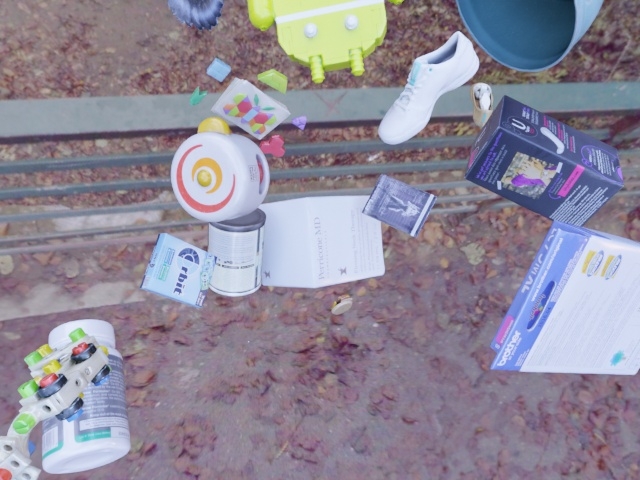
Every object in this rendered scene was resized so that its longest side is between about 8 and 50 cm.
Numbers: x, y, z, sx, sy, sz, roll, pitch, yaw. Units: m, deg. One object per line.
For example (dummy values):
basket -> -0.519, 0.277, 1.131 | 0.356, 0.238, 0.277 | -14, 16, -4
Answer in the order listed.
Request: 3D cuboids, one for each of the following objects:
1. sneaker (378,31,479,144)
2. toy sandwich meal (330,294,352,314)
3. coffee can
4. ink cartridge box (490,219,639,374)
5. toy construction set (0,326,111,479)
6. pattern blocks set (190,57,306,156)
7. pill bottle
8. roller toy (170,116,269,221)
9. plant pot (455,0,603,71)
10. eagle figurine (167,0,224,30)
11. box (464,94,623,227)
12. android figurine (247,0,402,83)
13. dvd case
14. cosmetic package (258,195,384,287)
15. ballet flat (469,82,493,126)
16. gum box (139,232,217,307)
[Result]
sneaker -> 0.170, -0.264, 0.788 | 0.212, 0.094, 0.080 | -46, 57, 11
toy sandwich meal -> 0.069, 0.214, 1.528 | 0.085, 0.085, 0.029 | -22, 59, -13
coffee can -> -0.304, 0.031, 1.645 | 0.201, 0.201, 0.275 | 4, 117, -8
ink cartridge box -> 0.347, 0.082, 0.595 | 0.311, 0.065, 0.186 | 9, 110, -30
toy construction set -> -0.533, 0.303, 0.901 | 0.215, 0.328, 0.151 | -23, 121, 11
pattern blocks set -> -0.193, -0.360, 1.282 | 0.324, 0.285, 0.026 | 15, 51, -29
pill bottle -> -0.641, 0.414, 1.253 | 0.204, 0.204, 0.361 | -13, 59, -11
roller toy -> -0.220, -0.141, 1.010 | 0.191, 0.146, 0.209 | 42, 110, 7
plant pot -> 0.446, -0.523, 0.918 | 0.196, 0.293, 0.293 | -40, 86, -7
eagle figurine -> -0.264, -0.636, 0.982 | 0.226, 0.298, 0.225 | -14, 43, 20
box -> 0.472, -0.166, 0.989 | 0.270, 0.143, 0.165 | 27, 45, 3
android figurine -> 0.009, -0.381, 0.697 | 0.248, 0.056, 0.273 | -6, 95, 8
dvd case -> 0.283, -0.128, 1.660 | 0.221, 0.018, 0.165 | 26, 87, 20
cosmetic package -> 0.000, 0.000, 1.829 | 0.393, 0.327, 0.330 | -7, 93, -42
ballet flat -> 0.559, -0.486, 1.571 | 0.080, 0.073, 0.232 | 4, 54, 5
gum box -> -0.387, 0.087, 1.276 | 0.184, 0.041, 0.157 | 33, 63, -46
